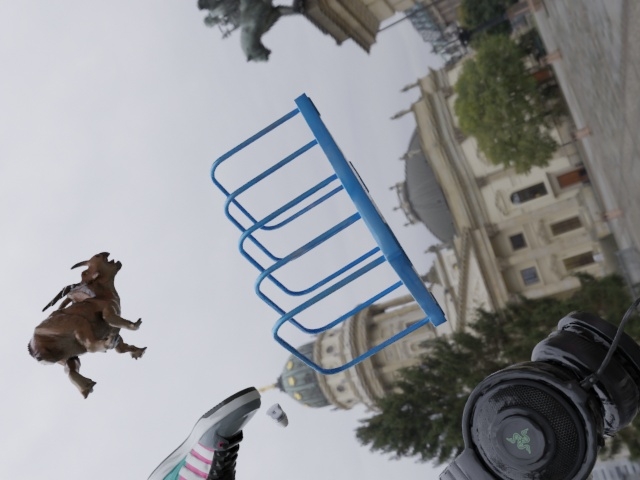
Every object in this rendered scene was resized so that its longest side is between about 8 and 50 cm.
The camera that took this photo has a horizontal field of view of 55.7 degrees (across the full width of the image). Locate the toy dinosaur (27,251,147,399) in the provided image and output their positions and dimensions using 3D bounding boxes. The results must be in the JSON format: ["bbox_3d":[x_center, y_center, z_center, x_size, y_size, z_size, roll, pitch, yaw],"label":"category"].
[{"bbox_3d":[-0.424,0.147,1.045,0.200,0.127,0.296,28,-155,9],"label":"toy dinosaur"}]

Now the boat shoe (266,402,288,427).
[{"bbox_3d":[-0.088,0.373,1.282,0.035,0.035,0.100,54,164,-8],"label":"boat shoe"}]

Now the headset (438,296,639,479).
[{"bbox_3d":[0.281,0.187,0.640,0.244,0.394,0.185,-25,-118,-35],"label":"headset"}]

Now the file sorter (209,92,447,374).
[{"bbox_3d":[0.000,0.000,0.466,0.118,0.105,0.170,48,-168,-52],"label":"file sorter"}]

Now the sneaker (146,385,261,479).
[{"bbox_3d":[-0.168,0.406,1.050,0.178,0.295,0.124,48,-160,22],"label":"sneaker"}]

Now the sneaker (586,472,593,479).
[{"bbox_3d":[0.365,0.393,0.932,0.384,0.145,0.147,69,-152,-53],"label":"sneaker"}]
